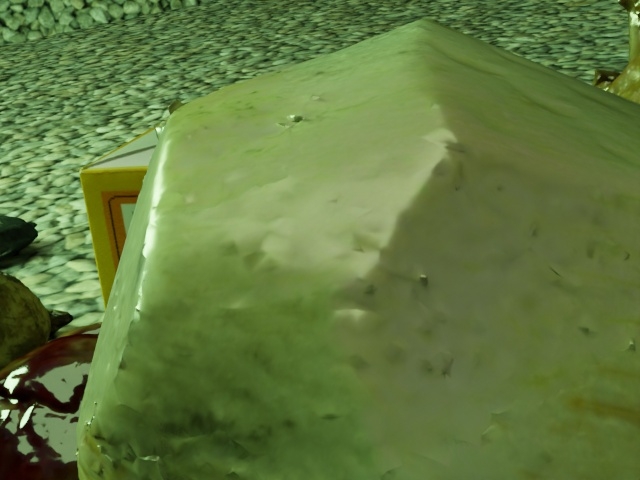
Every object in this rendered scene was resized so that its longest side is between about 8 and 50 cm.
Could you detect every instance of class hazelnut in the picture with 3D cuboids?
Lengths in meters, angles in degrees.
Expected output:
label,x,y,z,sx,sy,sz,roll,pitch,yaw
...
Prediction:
label,x,y,z,sx,sy,sz,roll,pitch,yaw
hazelnut,-0.141,0.141,0.810,0.170,0.161,0.202,-6,14,1

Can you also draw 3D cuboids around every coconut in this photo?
label,x,y,z,sx,sy,sz,roll,pitch,yaw
coconut,0.063,0.088,0.575,0.352,0.353,0.353,-7,19,3

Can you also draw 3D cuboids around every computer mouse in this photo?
label,x,y,z,sx,sy,sz,roll,pitch,yaw
computer mouse,-0.398,0.006,1.455,0.172,0.057,0.099,-5,14,-29

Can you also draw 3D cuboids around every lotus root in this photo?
label,x,y,z,sx,sy,sz,roll,pitch,yaw
lotus root,-0.315,0.093,1.066,0.138,0.138,0.214,5,23,32

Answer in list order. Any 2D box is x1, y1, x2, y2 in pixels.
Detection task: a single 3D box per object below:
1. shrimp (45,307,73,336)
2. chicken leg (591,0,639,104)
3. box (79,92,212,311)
label,x,y,z,sx,sy,sz,roll,pitch,yaw
shrimp,-0.341,0.079,1.261,0.195,0.035,0.148,-14,18,-12
chicken leg,0.243,0.003,0.899,0.295,0.410,0.182,21,-24,-25
box,0.000,0.000,1.071,0.283,0.214,0.259,0,18,20
